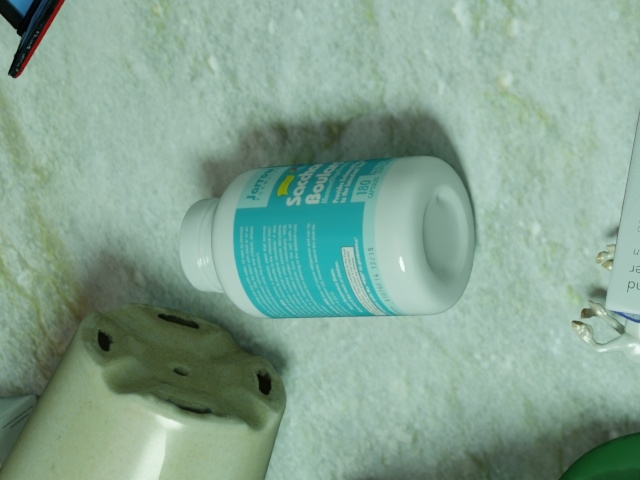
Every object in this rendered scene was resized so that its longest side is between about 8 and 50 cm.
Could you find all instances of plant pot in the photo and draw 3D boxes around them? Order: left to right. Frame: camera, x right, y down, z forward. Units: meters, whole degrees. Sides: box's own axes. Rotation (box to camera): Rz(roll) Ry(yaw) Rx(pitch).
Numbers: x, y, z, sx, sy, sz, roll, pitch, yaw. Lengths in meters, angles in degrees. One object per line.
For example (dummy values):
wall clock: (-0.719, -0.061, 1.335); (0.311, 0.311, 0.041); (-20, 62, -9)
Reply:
plant pot: (-0.189, 0.245, 1.817); (0.333, 0.334, 0.306); (29, 112, 16)

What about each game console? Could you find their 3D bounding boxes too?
game console: (-0.296, -0.256, 1.767); (0.085, 0.124, 0.144); (27, 128, -15)

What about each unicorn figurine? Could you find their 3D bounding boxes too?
unicorn figurine: (0.286, 0.074, 1.592); (0.111, 0.060, 0.162); (25, 122, 19)

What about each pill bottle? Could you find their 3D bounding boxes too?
pill bottle: (0.000, 0.000, 1.671); (0.264, 0.146, 0.146); (-3, 110, 31)

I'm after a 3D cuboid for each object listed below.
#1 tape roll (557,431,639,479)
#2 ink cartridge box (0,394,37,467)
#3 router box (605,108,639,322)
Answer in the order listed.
tape roll: (0.341, 0.337, 1.672); (0.321, 0.077, 0.321); (12, 117, 25)
ink cartridge box: (-0.373, 0.295, 2.059); (0.154, 0.093, 0.212); (-10, 105, 34)
router box: (0.410, -0.064, 1.354); (0.335, 0.082, 0.301); (8, 84, 27)
